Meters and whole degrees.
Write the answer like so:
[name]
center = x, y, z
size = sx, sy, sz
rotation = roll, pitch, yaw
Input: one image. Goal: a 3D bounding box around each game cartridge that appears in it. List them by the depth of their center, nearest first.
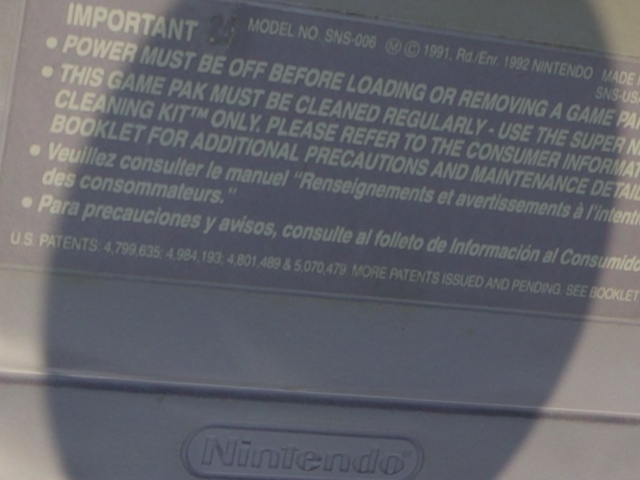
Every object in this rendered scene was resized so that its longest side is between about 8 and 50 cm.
[game cartridge]
center = 0.000, 0.000, 0.516
size = 0.355, 0.068, 0.230
rotation = 6, 103, -20
